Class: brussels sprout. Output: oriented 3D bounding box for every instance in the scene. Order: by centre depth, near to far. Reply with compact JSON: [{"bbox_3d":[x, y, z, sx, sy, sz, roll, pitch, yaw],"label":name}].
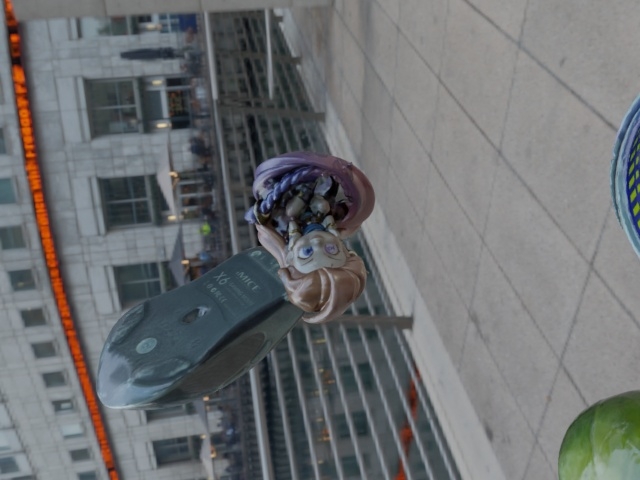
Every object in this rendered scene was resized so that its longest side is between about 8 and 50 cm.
[{"bbox_3d":[0.300,0.216,0.621,0.155,0.117,0.155,-36,46,50],"label":"brussels sprout"}]

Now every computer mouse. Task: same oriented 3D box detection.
[{"bbox_3d":[-0.097,0.093,0.818,0.167,0.379,0.090,40,157,48],"label":"computer mouse"}]

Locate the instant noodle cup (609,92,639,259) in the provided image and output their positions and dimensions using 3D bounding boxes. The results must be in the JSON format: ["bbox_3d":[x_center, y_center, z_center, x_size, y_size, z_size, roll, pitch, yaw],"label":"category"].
[{"bbox_3d":[0.336,-0.085,0.398,0.312,0.284,0.284,34,-135,-67],"label":"instant noodle cup"}]

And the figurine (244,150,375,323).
[{"bbox_3d":[-0.003,-0.001,0.624,0.114,0.126,0.157,142,119,-73],"label":"figurine"}]
